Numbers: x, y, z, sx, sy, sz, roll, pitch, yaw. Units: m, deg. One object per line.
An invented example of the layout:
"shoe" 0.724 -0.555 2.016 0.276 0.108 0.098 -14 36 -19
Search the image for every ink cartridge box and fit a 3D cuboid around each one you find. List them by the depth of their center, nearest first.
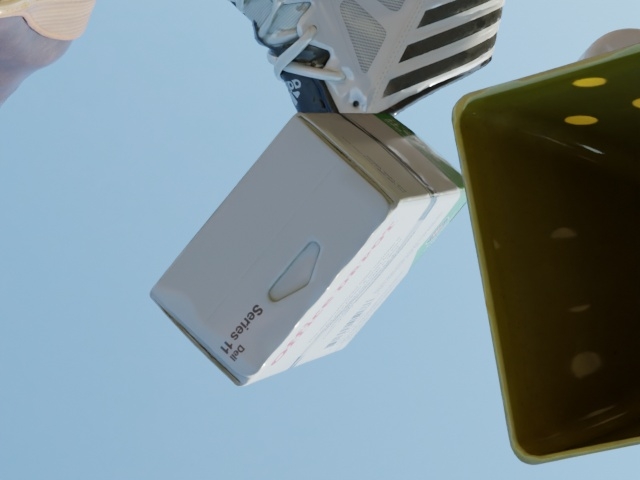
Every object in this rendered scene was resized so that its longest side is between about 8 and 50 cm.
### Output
"ink cartridge box" 0.000 0.000 1.209 0.087 0.153 0.208 42 -167 10

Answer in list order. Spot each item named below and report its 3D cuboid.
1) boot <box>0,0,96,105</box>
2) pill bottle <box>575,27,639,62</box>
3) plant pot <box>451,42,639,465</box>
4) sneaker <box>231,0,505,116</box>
"boot" -0.276 -0.136 1.375 0.248 0.207 0.090 -12 -118 -53
"pill bottle" 0.282 -0.081 2.010 0.161 0.283 0.161 11 -122 -18
"plant pot" 0.227 0.003 1.095 0.187 0.212 0.212 4 -106 -57
"sneaker" -0.049 -0.213 1.592 0.448 0.257 0.169 3 180 -13
